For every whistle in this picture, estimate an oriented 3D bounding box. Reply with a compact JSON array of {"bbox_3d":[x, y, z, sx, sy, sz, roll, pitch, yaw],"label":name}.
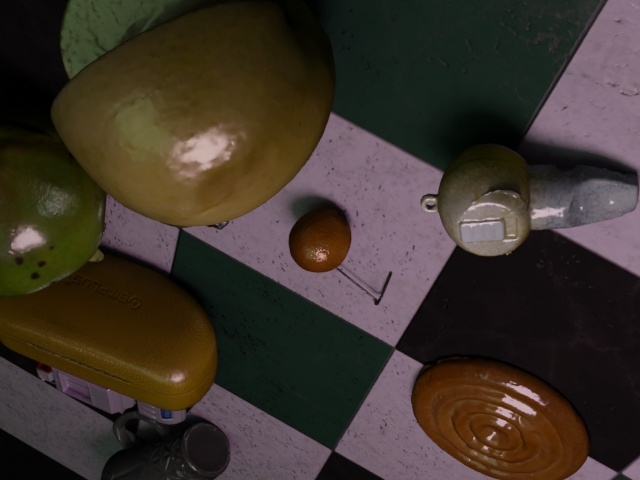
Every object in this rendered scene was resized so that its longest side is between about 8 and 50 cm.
[{"bbox_3d":[0.217,-0.050,1.027,0.223,0.122,0.122,-4,132,10],"label":"whistle"}]

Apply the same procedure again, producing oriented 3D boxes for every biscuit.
[{"bbox_3d":[0.246,0.261,1.372,0.262,0.037,0.262,19,141,17],"label":"biscuit"}]

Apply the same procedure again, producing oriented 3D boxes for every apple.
[{"bbox_3d":[-0.125,-0.165,0.979,0.254,0.292,0.292,-29,114,23],"label":"apple"}]

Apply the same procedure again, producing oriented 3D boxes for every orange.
[{"bbox_3d":[0.000,0.000,1.230,0.085,0.085,0.085,19,140,17],"label":"orange"}]

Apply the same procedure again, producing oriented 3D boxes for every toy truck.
[{"bbox_3d":[-0.320,0.207,1.607,0.268,0.155,0.124,21,140,15],"label":"toy truck"}]

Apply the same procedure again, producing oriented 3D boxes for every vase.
[{"bbox_3d":[-0.296,0.425,1.851,0.301,0.156,0.251,-35,82,44],"label":"vase"}]

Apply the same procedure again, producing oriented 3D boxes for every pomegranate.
[{"bbox_3d":[-0.402,-0.047,1.346,0.261,0.260,0.341,16,171,20],"label":"pomegranate"}]

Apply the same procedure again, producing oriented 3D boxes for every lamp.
[{"bbox_3d":[0.031,0.041,1.290,0.121,0.041,0.054,31,150,7],"label":"lamp"}]

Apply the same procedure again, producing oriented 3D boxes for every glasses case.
[{"bbox_3d":[-0.327,0.119,1.504,0.371,0.173,0.141,19,141,14],"label":"glasses case"}]

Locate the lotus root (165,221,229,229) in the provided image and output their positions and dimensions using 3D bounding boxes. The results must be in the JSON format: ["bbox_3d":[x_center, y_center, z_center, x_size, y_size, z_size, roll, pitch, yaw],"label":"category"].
[{"bbox_3d":[-0.201,-0.075,1.283,0.192,0.088,0.113,34,135,-1],"label":"lotus root"}]
